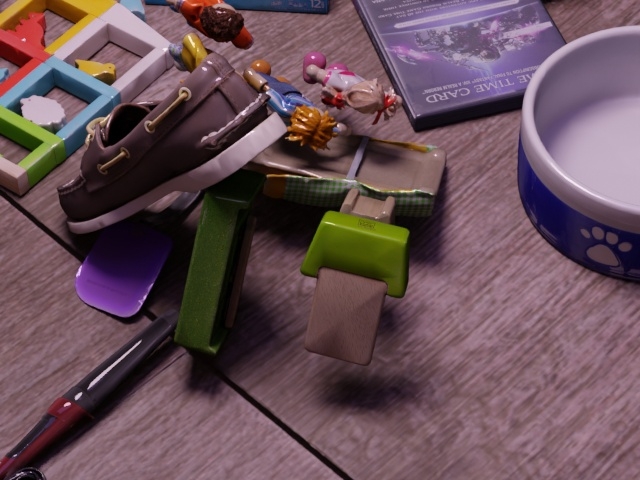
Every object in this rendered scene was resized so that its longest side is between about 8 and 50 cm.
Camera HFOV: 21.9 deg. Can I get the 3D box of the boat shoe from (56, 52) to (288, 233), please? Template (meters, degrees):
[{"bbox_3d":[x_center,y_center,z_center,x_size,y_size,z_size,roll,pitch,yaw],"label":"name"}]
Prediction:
[{"bbox_3d":[-0.158,-0.086,1.526,0.116,0.324,0.096,-42,104,-35],"label":"boat shoe"}]

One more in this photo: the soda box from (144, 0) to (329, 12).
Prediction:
[{"bbox_3d":[-0.093,-0.307,1.856,0.210,0.071,0.067,3,49,4],"label":"soda box"}]

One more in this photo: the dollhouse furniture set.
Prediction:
[{"bbox_3d":[0.000,0.000,1.589,0.198,0.151,0.301,14,21,5],"label":"dollhouse furniture set"}]

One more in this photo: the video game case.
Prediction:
[{"bbox_3d":[0.152,-0.240,1.824,0.196,0.026,0.274,-13,51,-10],"label":"video game case"}]

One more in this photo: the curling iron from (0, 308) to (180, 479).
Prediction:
[{"bbox_3d":[-0.212,0.159,1.474,0.068,0.035,0.274,29,56,19],"label":"curling iron"}]

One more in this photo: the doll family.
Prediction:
[{"bbox_3d":[-0.051,-0.145,1.601,0.263,0.118,0.163,24,8,-24],"label":"doll family"}]

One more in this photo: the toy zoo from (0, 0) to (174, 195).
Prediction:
[{"bbox_3d":[-0.294,-0.182,1.778,0.192,0.030,0.293,28,54,23],"label":"toy zoo"}]

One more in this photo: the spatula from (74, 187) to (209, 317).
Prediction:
[{"bbox_3d":[-0.141,-0.042,1.651,0.084,0.030,0.296,17,50,26],"label":"spatula"}]

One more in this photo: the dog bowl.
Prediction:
[{"bbox_3d":[0.328,-0.088,1.634,0.265,0.104,0.264,0,49,0],"label":"dog bowl"}]
